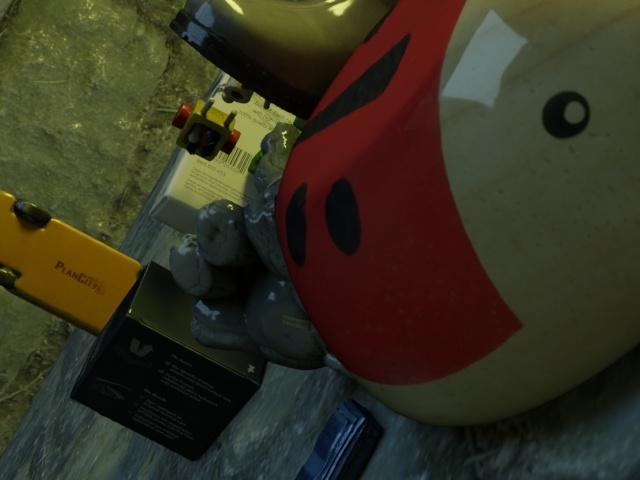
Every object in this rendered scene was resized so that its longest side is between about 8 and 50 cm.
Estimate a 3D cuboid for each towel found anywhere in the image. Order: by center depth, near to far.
[{"bbox_3d":[0.001,0.174,0.915,0.119,0.029,0.067,-61,12,0],"label":"towel"}]

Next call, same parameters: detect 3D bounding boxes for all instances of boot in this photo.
[{"bbox_3d":[0.055,-0.199,0.921,0.338,0.118,0.222,2,-55,-53],"label":"boot"}]

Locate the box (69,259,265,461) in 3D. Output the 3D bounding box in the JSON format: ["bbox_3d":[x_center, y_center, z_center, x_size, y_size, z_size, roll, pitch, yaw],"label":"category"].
[{"bbox_3d":[-0.158,0.131,1.339,0.158,0.156,0.093,-51,15,38],"label":"box"}]

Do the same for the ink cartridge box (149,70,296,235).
[{"bbox_3d":[-0.059,-0.100,1.405,0.237,0.172,0.100,-65,12,-18],"label":"ink cartridge box"}]

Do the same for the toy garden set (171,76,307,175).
[{"bbox_3d":[-0.031,-0.098,1.223,0.244,0.204,0.049,-37,28,63],"label":"toy garden set"}]

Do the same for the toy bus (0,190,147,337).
[{"bbox_3d":[-0.295,0.060,1.622,0.108,0.333,0.130,-64,14,-11],"label":"toy bus"}]

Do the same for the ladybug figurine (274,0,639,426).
[{"bbox_3d":[0.091,-0.049,0.739,0.305,0.162,0.449,-66,14,-21],"label":"ladybug figurine"}]

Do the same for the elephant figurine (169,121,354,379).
[{"bbox_3d":[0.000,0.000,1.049,0.169,0.186,0.239,-10,13,30],"label":"elephant figurine"}]
